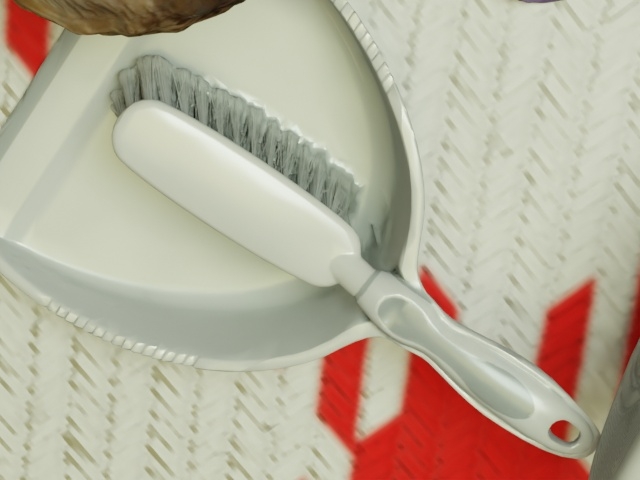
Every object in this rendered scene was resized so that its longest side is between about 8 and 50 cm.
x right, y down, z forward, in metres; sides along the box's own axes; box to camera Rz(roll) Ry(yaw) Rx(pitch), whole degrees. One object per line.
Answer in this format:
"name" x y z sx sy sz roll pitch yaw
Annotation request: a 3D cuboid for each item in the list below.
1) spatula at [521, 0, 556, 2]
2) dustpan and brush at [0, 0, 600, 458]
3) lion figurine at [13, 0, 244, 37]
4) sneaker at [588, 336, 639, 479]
"spatula" 0.193 -0.137 0.422 0.296 0.084 0.030 -26 72 4
"dustpan and brush" 0.000 0.000 0.471 0.211 0.060 0.147 34 106 -8
"lion figurine" 0.079 -0.187 0.371 0.392 0.142 0.240 -7 110 2
"sneaker" 0.177 0.014 0.428 0.121 0.079 0.217 30 88 1
